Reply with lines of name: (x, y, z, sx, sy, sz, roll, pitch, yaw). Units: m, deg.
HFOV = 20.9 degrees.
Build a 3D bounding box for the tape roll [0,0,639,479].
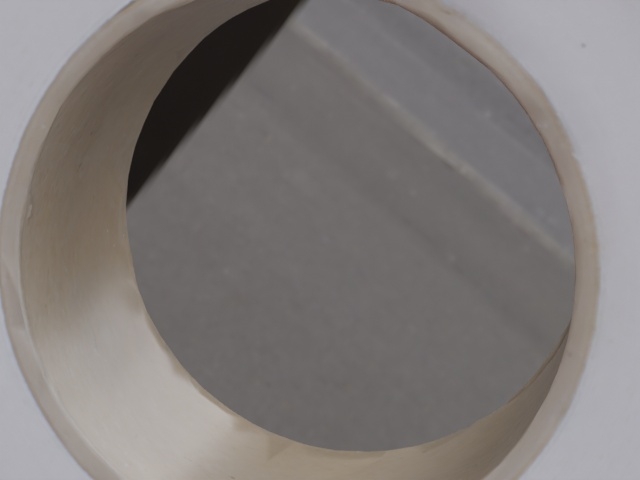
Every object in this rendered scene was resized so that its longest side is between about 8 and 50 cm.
tape roll: (0.000, 0.000, 0.465, 0.286, 0.286, 0.100, 39, 14, 4)
